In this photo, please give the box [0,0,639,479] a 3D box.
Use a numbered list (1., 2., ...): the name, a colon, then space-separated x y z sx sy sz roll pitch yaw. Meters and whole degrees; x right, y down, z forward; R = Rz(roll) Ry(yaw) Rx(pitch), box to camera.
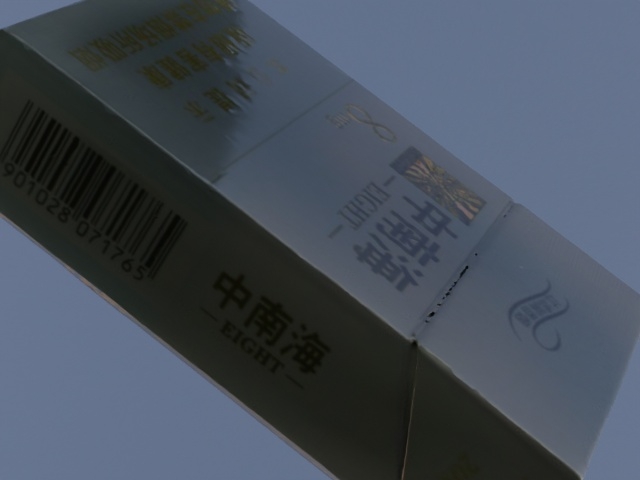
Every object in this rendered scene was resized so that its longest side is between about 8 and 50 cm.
1. box: 0.000 0.000 0.519 0.243 0.155 0.067 37 -60 4
